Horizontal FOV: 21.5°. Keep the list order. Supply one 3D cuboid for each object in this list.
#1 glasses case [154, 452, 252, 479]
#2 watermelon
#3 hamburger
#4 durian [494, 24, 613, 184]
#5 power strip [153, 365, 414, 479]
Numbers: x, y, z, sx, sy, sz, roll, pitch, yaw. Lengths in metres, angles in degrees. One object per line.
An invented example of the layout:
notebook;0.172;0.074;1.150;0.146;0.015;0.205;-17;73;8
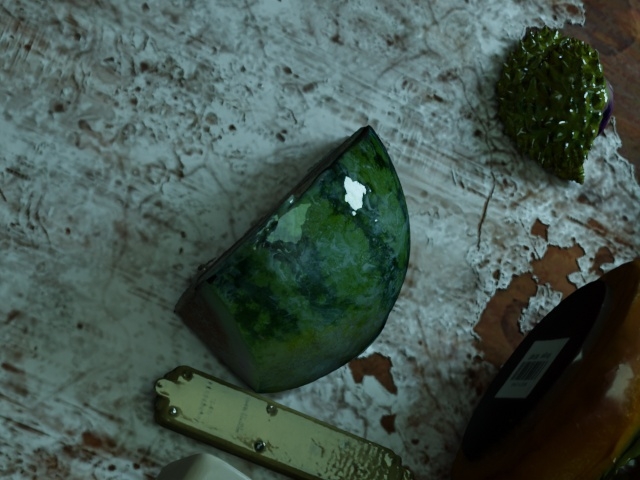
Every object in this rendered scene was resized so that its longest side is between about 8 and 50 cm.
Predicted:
glasses case;-0.017;0.331;1.640;0.336;0.144;0.076;37;65;-12
watermelon;0.000;0.000;1.742;0.305;0.180;0.224;-46;141;-30
hamburger;0.312;0.201;1.710;0.250;0.330;0.330;39;65;-6
durian;0.271;-0.171;1.912;0.119;0.108;0.186;8;74;-22
power strip;-0.036;0.205;1.721;0.305;0.044;0.064;24;68;-15
